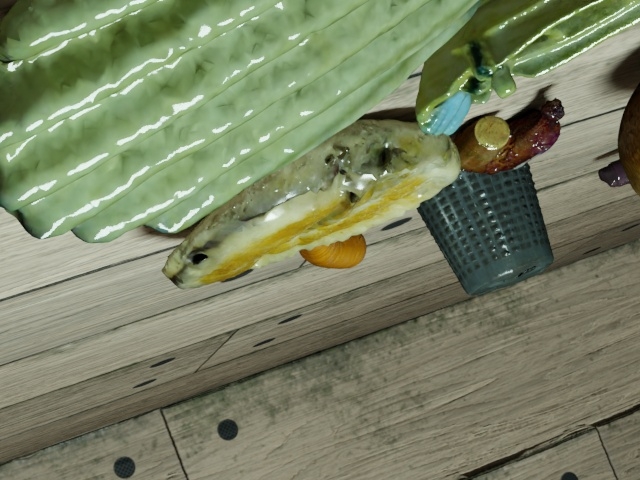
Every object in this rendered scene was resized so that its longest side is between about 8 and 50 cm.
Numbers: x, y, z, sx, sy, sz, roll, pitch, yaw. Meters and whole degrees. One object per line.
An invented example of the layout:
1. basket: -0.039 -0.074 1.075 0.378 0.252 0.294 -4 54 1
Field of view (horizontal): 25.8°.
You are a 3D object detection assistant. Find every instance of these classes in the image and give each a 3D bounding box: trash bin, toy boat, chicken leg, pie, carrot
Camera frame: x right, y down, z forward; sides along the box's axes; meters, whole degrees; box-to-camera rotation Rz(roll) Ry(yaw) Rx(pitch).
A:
1. trash bin: 0.211 -0.020 1.770 0.175 0.161 0.175 -20 168 -4
2. toy boat: 0.183 -0.181 1.084 0.276 0.084 0.111 -30 165 25
3. chicken leg: 0.225 -0.117 1.596 0.093 0.053 0.205 -4 160 -38
4. pie: -0.012 -0.038 1.449 0.339 0.077 0.339 -25 171 -4
5. carrot: 0.000 0.000 1.739 0.066 0.062 0.271 10 177 20

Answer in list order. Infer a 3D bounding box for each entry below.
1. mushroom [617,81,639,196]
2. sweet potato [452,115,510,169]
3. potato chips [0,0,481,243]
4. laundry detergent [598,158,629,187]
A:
1. mushroom: 0.487 -0.153 1.551 0.345 0.239 0.345 1 164 0
2. sweet potato: 0.165 -0.098 1.561 0.049 0.049 0.117 -15 165 -35
3. potato chips: -0.010 -0.133 0.825 0.429 0.070 0.358 -33 166 -12
4. laundry detergent: 0.518 -0.134 2.058 0.221 0.078 0.144 -20 168 3
